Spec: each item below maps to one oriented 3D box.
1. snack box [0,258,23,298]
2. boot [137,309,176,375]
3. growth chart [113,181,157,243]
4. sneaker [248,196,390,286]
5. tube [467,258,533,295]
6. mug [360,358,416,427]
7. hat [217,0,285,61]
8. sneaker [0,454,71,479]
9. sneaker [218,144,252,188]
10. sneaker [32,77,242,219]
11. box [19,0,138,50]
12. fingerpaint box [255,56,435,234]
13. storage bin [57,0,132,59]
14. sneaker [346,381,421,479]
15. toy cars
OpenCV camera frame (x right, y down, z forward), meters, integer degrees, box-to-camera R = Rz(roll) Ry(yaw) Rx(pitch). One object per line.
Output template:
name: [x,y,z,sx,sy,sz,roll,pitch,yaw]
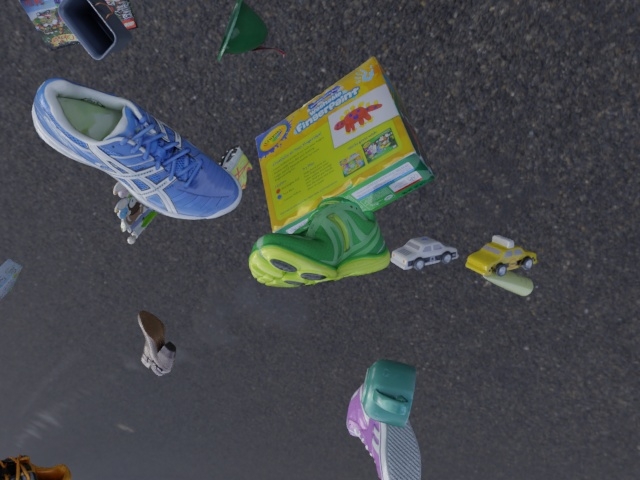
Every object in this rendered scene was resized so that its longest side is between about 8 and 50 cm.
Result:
snack box: [-0.722,0.118,0.958,0.037,0.141,0.100,37,122,-18]
boot: [-0.323,0.203,0.845,0.118,0.042,0.087,48,122,14]
growth chart: [-0.340,-0.097,0.847,0.021,0.171,0.237,23,140,-3]
sneaker: [0.000,0.000,0.637,0.110,0.296,0.123,-13,85,32]
tube: [0.558,0.114,1.357,0.240,0.062,0.070,19,162,-27]
mug: [0.141,0.312,0.926,0.098,0.129,0.157,12,145,9]
hat: [-0.148,-0.515,1.134,0.184,0.208,0.173,19,144,-23]
sneaker: [-0.417,0.313,0.564,0.084,0.083,0.214,36,163,31]
sneaker: [-0.243,-0.159,1.196,0.082,0.208,0.094,-4,141,41]
sneaker: [-0.174,-0.082,0.431,0.211,0.080,0.081,25,165,-22]
box: [-0.594,-0.576,1.097,0.044,0.233,0.159,63,165,14]
fingerpaint box: [0.051,-0.243,1.279,0.445,0.370,0.163,-29,147,23]
storage bin: [-0.498,-0.494,1.000,0.098,0.091,0.135,-31,105,25]
sneaker: [0.137,0.471,1.031,0.102,0.282,0.161,21,131,-26]
toy cars: [0.399,0.027,1.239,0.394,0.176,0.087,3,109,18]
